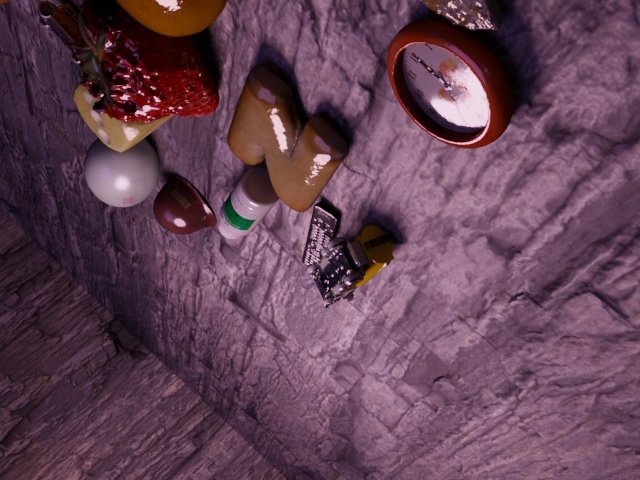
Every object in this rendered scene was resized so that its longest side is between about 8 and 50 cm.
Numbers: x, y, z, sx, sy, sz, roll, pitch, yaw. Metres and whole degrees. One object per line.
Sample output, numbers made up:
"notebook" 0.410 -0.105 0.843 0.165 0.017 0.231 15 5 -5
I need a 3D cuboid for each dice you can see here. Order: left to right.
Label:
"dice" -0.414 -0.305 1.701 0.166 0.169 0.169 51 152 -10

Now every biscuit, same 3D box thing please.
"biscuit" -0.075 -0.184 1.508 0.237 0.062 0.290 45 154 2
"biscuit" 0.122 -0.384 0.985 0.141 0.038 0.289 0 126 56

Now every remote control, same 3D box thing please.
"remote control" 0.000 0.000 1.687 0.063 0.025 0.245 38 151 13

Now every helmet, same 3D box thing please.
"helmet" -0.361 -0.068 2.020 0.175 0.106 0.155 43 153 -3

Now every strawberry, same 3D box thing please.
"strawberry" -0.331 -0.347 1.511 0.261 0.258 0.261 33 132 46

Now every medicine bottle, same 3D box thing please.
"medicine bottle" -0.165 -0.073 1.746 0.095 0.095 0.260 46 153 1

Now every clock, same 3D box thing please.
"clock" 0.180 -0.219 1.109 0.205 0.051 0.205 35 152 22

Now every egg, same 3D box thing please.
"egg" -0.499 -0.175 1.983 0.183 0.183 0.264 46 159 1

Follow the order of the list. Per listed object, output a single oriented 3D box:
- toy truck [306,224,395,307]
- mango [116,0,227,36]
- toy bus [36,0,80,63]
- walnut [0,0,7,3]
"toy truck" 0.062 0.053 1.576 0.098 0.114 0.227 65 155 13
"mango" -0.256 -0.461 1.229 0.264 0.221 0.378 38 163 12
"toy bus" -0.568 -0.479 1.788 0.162 0.074 0.069 48 160 -9
"walnut" -0.709 -0.632 1.488 0.308 0.354 0.397 -11 128 24
